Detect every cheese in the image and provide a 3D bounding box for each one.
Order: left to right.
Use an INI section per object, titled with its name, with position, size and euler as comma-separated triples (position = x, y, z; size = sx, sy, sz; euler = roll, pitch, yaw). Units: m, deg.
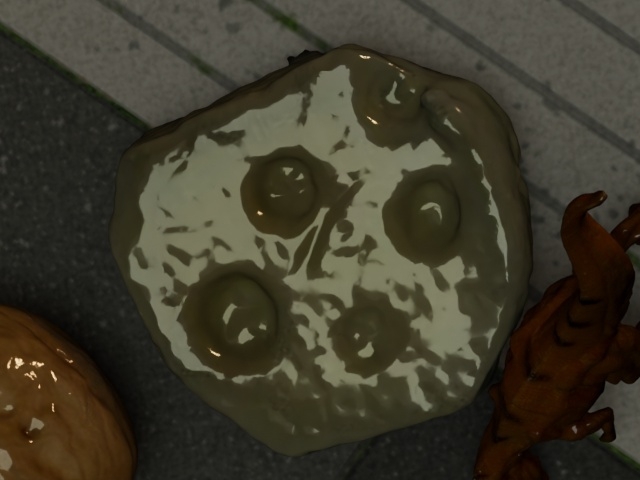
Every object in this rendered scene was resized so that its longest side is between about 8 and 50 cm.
[cheese]
position = 0.000, 0.000, 1.444
size = 0.326, 0.115, 0.318
euler = 27, 104, 3

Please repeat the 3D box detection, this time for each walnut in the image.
[walnut]
position = -0.250, 0.155, 1.480
size = 0.222, 0.195, 0.195
euler = 42, 104, -7

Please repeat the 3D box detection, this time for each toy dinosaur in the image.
[toy dinosaur]
position = 0.198, 0.050, 1.379
size = 0.097, 0.208, 0.432
euler = 39, 145, 26
